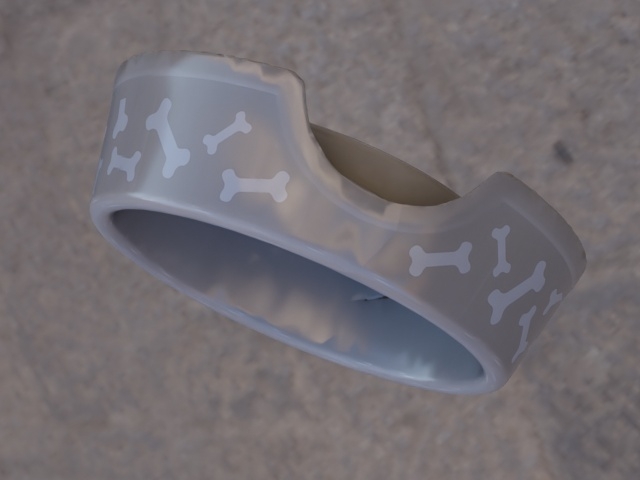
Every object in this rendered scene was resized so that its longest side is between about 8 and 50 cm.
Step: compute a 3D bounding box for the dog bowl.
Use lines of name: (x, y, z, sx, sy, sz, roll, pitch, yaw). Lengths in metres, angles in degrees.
dog bowl: (0.000, 0.000, 1.148, 0.349, 0.102, 0.349, 22, 165, 6)
